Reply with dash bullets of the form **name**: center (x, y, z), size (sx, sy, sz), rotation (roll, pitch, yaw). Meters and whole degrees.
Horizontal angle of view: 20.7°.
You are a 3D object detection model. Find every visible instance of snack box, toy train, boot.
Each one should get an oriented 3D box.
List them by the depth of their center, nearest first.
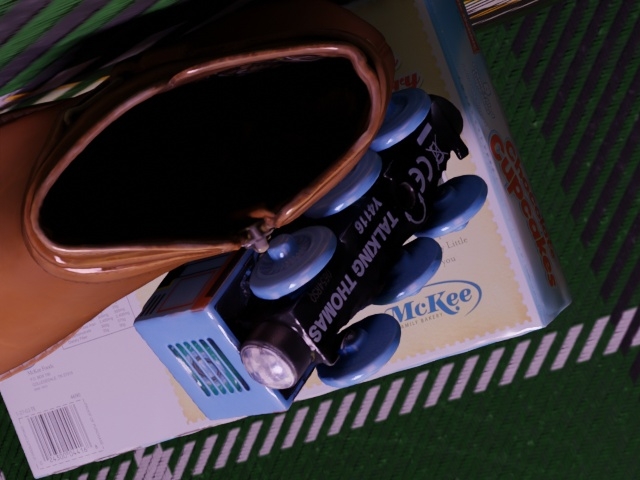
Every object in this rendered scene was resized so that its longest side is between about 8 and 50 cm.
- **boot**: center (-0.094, -0.003, 0.692), size (0.283, 0.109, 0.220), rotation (-26, -171, 1)
- **toy train**: center (0.000, 0.000, 0.797), size (0.105, 0.080, 0.184), rotation (-11, -146, 42)
- **snack box**: center (-0.048, -0.003, 0.942), size (0.322, 0.187, 0.060), rotation (-18, -175, 24)
